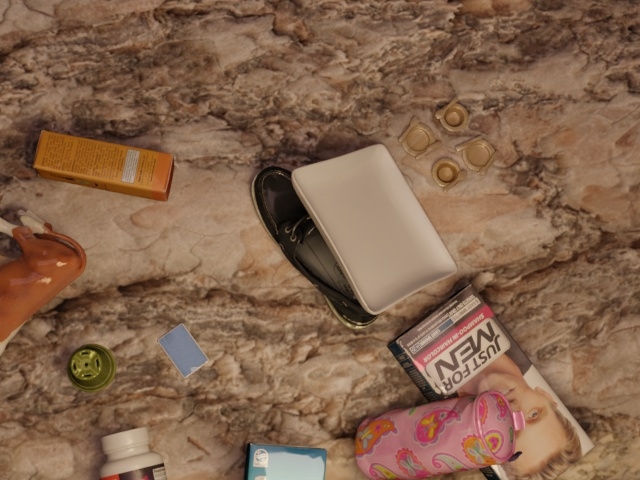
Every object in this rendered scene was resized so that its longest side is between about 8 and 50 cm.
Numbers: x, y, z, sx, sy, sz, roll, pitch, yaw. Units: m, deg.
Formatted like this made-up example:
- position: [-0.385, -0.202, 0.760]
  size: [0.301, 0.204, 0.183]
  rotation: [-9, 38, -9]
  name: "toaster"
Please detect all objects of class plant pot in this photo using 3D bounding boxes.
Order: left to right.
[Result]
- position: [-0.391, 0.212, 1.704]
  size: [0.083, 0.079, 0.083]
  rotation: [1, 79, -5]
  name: "plant pot"

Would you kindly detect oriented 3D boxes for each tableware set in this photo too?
- position: [0.239, -0.175, 1.877]
  size: [0.141, 0.020, 0.169]
  rotation: [-37, 84, -12]
  name: "tableware set"

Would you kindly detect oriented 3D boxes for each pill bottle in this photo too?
- position: [-0.303, 0.410, 1.659]
  size: [0.108, 0.108, 0.194]
  rotation: [-13, 80, -8]
  name: "pill bottle"

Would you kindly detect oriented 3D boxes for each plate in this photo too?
- position: [0.089, -0.022, 1.757]
  size: [0.278, 0.045, 0.277]
  rotation: [-22, 80, -49]
  name: "plate"

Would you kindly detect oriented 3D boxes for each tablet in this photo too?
- position: [-0.239, 0.192, 1.761]
  size: [0.054, 0.006, 0.083]
  rotation: [-36, 83, -11]
  name: "tablet"

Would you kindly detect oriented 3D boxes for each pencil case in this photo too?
- position: [0.189, 0.321, 1.646]
  size: [0.124, 0.284, 0.124]
  rotation: [23, 57, -40]
  name: "pencil case"

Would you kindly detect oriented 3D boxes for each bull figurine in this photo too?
- position: [-0.545, 0.087, 1.702]
  size: [0.310, 0.101, 0.188]
  rotation: [-41, 83, -11]
  name: "bull figurine"

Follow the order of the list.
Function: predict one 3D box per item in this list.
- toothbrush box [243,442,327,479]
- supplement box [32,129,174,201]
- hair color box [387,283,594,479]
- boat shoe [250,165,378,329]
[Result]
- position: [-0.068, 0.476, 1.615]
  size: [0.126, 0.216, 0.296]
  rotation: [6, 77, -4]
  name: "toothbrush box"
- position: [-0.378, -0.131, 1.776]
  size: [0.233, 0.078, 0.080]
  rotation: [9, 78, -5]
  name: "supplement box"
- position: [0.292, 0.266, 1.751]
  size: [0.174, 0.105, 0.347]
  rotation: [-36, 85, -11]
  name: "hair color box"
- position: [-0.003, 0.003, 1.768]
  size: [0.127, 0.113, 0.340]
  rotation: [-29, 83, -11]
  name: "boat shoe"
